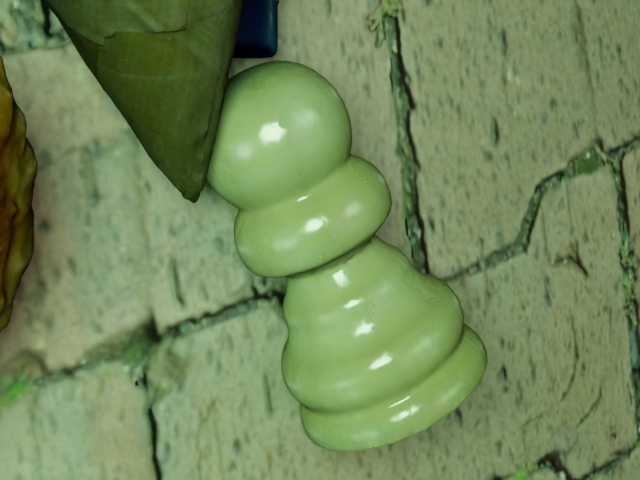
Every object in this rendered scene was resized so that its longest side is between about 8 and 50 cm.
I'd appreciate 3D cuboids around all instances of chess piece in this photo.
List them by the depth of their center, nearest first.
[{"bbox_3d":[0.000,0.000,0.795,0.144,0.144,0.251,-38,110,-34],"label":"chess piece"}]

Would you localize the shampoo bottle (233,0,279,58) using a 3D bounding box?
[{"bbox_3d":[-0.064,-0.212,0.767,0.087,0.050,0.183,-4,95,-41],"label":"shampoo bottle"}]

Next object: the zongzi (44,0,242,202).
[{"bbox_3d":[-0.182,-0.213,0.601,0.356,0.174,0.392,1,104,-35],"label":"zongzi"}]

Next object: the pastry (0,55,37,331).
[{"bbox_3d":[-0.239,-0.003,0.538,0.236,0.121,0.257,4,105,-66],"label":"pastry"}]
